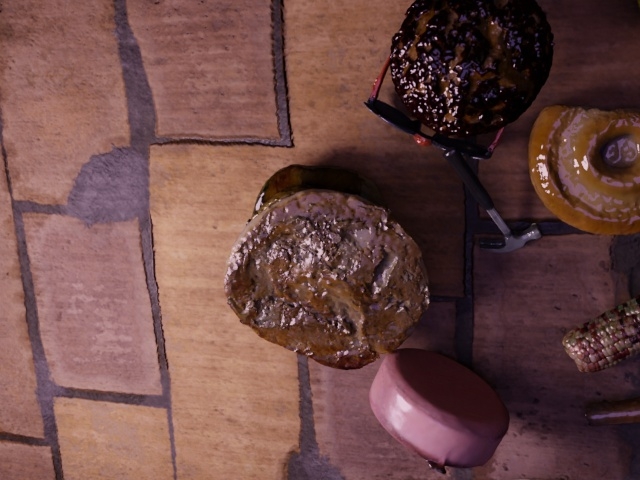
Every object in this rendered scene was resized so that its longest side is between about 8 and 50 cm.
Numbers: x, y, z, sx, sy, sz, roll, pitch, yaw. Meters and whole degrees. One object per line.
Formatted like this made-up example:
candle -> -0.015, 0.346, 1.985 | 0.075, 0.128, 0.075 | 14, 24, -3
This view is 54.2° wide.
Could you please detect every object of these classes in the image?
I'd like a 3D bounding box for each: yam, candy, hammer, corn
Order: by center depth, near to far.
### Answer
hammer -> 0.271, -0.065, 1.050 | 0.103, 0.029, 0.246 | -28, 124, 29
corn -> 0.535, 0.141, 1.054 | 0.253, 0.086, 0.086 | -35, 92, 20
yam -> 0.600, 0.291, 1.093 | 0.264, 0.046, 0.046 | -12, 100, 20
candy -> 0.208, 0.292, 1.100 | 0.255, 0.255, 0.094 | 26, 109, 9

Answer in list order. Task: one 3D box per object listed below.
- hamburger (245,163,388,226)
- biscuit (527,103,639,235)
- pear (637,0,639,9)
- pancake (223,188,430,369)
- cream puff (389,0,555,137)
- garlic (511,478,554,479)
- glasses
hamburger -> -0.002, 0.001, 1.154 | 0.265, 0.134, 0.285 | 6, 115, 4
biscuit -> 0.475, -0.111, 1.002 | 0.274, 0.091, 0.213 | 2, 103, 14
pear -> 0.549, -0.385, 0.811 | 0.294, 0.294, 0.294 | 4, 105, 16
pancake -> 0.016, 0.073, 1.077 | 0.356, 0.065, 0.356 | 3, 116, 7
cream puff -> 0.220, -0.274, 0.920 | 0.239, 0.165, 0.239 | -1, 86, 8
garlic -> 0.427, 0.579, 1.190 | 0.292, 0.210, 0.237 | 7, 72, 20
glasses -> 0.220, -0.281, 1.021 | 0.234, 0.118, 0.268 | 26, 110, 10
